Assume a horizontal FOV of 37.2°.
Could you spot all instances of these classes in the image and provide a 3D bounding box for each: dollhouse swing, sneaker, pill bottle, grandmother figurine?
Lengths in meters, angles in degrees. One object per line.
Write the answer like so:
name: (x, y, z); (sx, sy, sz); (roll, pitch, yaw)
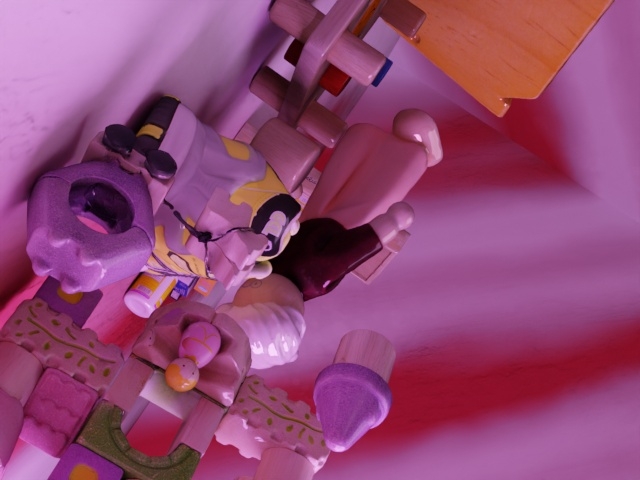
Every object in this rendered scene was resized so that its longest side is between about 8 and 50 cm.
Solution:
dollhouse swing: (0.287, -0.422, 1.263); (0.305, 0.315, 0.347); (-42, 169, -37)
sneaker: (-0.105, -0.011, 0.885); (0.145, 0.147, 0.384); (-59, -179, -5)
pill bottle: (-0.209, 0.054, 1.203); (0.083, 0.043, 0.043); (-57, 180, -36)
grandmother figurine: (0.000, 0.000, 0.983); (0.207, 0.104, 0.342); (-32, -164, 49)

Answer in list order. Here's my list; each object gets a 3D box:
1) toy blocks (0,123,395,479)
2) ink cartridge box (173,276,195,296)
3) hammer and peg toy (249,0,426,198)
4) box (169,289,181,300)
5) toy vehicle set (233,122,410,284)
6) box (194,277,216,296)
toy blocks: (-0.129, 0.158, 0.625); (0.309, 0.288, 0.260); (-53, -172, 40)
ink cartridge box: (-0.161, -0.018, 1.435); (0.207, 0.046, 0.097); (-57, -178, -17)
hammer and peg toy: (0.007, -0.206, 1.047); (0.361, 0.127, 0.266); (-55, 180, -17)
box: (-0.226, 0.057, 1.637); (0.083, 0.018, 0.067); (-57, 180, 39)
toy vehicle set: (-0.014, -0.045, 1.329); (0.035, 0.266, 0.166); (-56, -179, -21)
box: (-0.144, 0.025, 1.420); (0.136, 0.028, 0.081); (-57, -179, 43)
